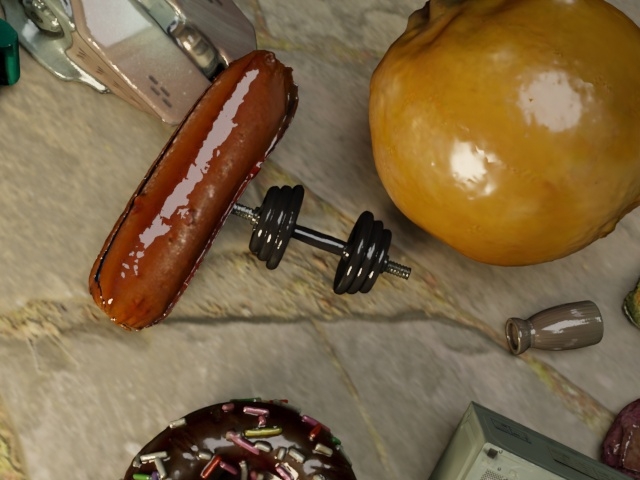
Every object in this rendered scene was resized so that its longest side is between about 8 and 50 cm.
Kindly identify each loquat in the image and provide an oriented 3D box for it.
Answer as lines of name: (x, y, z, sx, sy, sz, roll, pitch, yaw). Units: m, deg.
loquat: (0.213, -0.128, 1.586, 0.328, 0.328, 0.328, 4, 73, -13)

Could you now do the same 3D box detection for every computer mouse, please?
computer mouse: (-0.198, -0.247, 1.629, 0.389, 0.115, 0.199, 36, 72, -1)

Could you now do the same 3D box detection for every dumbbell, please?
dumbbell: (0.000, 0.000, 1.611, 0.208, 0.099, 0.099, 21, 70, -6)

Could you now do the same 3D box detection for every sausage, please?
sausage: (-0.137, -0.058, 1.569, 0.102, 0.102, 0.330, 33, 82, -3)

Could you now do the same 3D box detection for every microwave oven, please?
microwave oven: (0.225, 0.280, 1.541, 0.208, 0.162, 0.122, 26, 101, -6)

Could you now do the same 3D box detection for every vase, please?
vase: (0.262, 0.100, 1.672, 0.101, 0.053, 0.053, -9, 76, -13)

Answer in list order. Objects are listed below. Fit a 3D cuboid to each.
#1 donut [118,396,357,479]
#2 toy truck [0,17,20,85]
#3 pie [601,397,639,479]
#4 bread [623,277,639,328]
donut: (-0.075, 0.281, 1.491, 0.270, 0.103, 0.269, 3, 64, -7)
toy truck: (-0.435, -0.160, 1.546, 0.253, 0.114, 0.124, -22, 67, -19)
pie: (0.413, 0.271, 1.657, 0.204, 0.054, 0.218, -24, 81, -19)
bread: (0.429, 0.070, 1.714, 0.140, 0.069, 0.128, 38, 70, 0)
